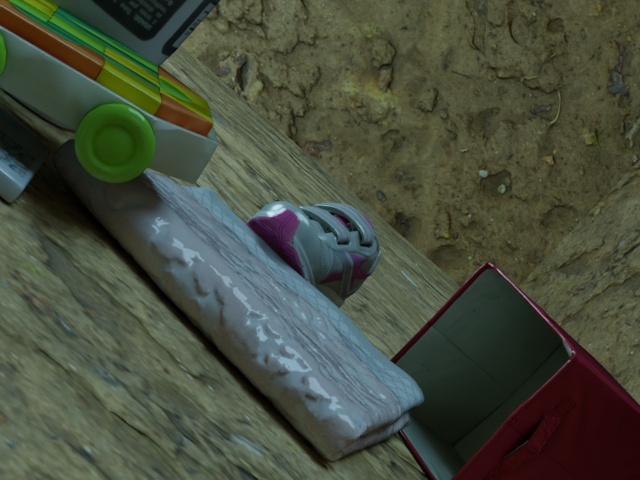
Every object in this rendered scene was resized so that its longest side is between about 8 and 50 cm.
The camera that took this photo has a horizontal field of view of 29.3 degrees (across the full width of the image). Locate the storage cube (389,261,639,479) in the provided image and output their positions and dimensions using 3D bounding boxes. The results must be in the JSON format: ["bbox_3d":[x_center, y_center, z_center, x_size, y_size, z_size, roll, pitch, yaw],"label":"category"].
[{"bbox_3d":[0.201,0.173,1.230,0.193,0.184,0.215,39,7,-31],"label":"storage cube"}]

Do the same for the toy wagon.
[{"bbox_3d":[-0.239,-0.155,0.949,0.344,0.068,0.267,31,9,-15],"label":"toy wagon"}]

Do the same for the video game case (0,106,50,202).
[{"bbox_3d":[-0.265,-0.095,0.893,0.143,0.019,0.157,42,6,-13],"label":"video game case"}]

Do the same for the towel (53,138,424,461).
[{"bbox_3d":[-0.056,0.050,1.076,0.332,0.053,0.317,44,7,14],"label":"towel"}]

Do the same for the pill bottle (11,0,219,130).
[{"bbox_3d":[-0.179,-0.293,1.161,0.210,0.363,0.210,43,7,-6],"label":"pill bottle"}]

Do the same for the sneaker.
[{"bbox_3d":[0.000,0.000,1.328,0.103,0.111,0.252,45,-2,18],"label":"sneaker"}]

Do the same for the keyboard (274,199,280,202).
[{"bbox_3d":[-0.026,-0.027,1.798,0.100,0.038,0.192,43,7,-5],"label":"keyboard"}]
